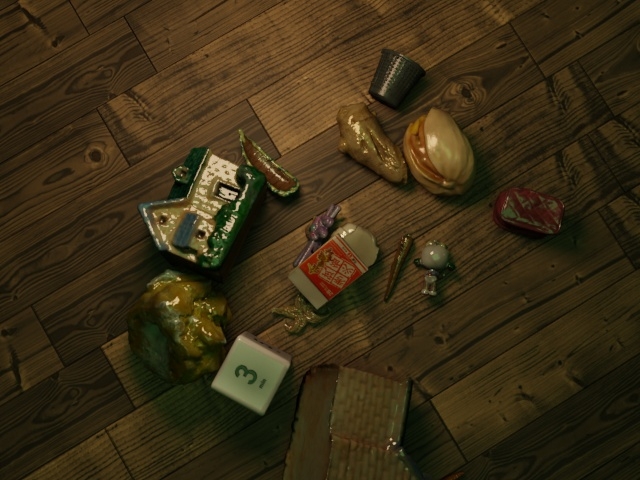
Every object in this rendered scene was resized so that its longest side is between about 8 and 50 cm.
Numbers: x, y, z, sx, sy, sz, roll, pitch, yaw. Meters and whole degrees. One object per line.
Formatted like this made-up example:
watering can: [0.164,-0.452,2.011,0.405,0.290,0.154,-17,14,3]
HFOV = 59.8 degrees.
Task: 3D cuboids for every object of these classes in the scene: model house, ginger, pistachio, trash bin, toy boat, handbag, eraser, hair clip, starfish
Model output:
model house: [0.134,0.652,1.772,0.399,0.395,0.446,17,68,-15]
ginger: [0.182,-0.329,1.941,0.354,0.126,0.190,45,81,5]
pistachio: [0.414,-0.293,1.906,0.229,0.230,0.309,-25,82,-2]
trash bin: [0.252,-0.558,1.952,0.175,0.175,0.161,31,97,2]
model house: [-0.398,-0.101,1.824,0.342,0.334,0.382,25,76,0]
toy boat: [-0.194,-0.259,1.943,0.293,0.099,0.108,47,57,1]
handbag: [0.717,-0.095,1.923,0.224,0.135,0.147,17,86,5]
eraser: [0.023,0.104,1.849,0.230,0.038,0.157,-40,98,16]
hair clip: [-0.013,-0.002,1.919,0.090,0.137,0.279,20,89,-23]
starfish: [-0.066,0.245,1.928,0.209,0.053,0.150,2,81,1]

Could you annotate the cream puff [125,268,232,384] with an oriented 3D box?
cream puff: [-0.438,0.274,1.823,0.378,0.275,0.379,13,114,30]

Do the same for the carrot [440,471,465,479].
carrot: [0.396,0.837,1.890,0.216,0.048,0.048,-22,86,-7]

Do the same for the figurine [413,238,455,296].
figurine: [0.392,0.094,1.928,0.147,0.093,0.197,8,93,22]

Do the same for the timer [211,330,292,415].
timer: [-0.223,0.433,1.839,0.194,0.194,0.193,28,86,2]

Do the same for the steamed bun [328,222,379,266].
steamed bun: [0.106,0.028,1.912,0.182,0.106,0.183,-3,102,-14]

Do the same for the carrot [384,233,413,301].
carrot: [0.268,0.096,1.950,0.049,0.049,0.255,20,90,1]
